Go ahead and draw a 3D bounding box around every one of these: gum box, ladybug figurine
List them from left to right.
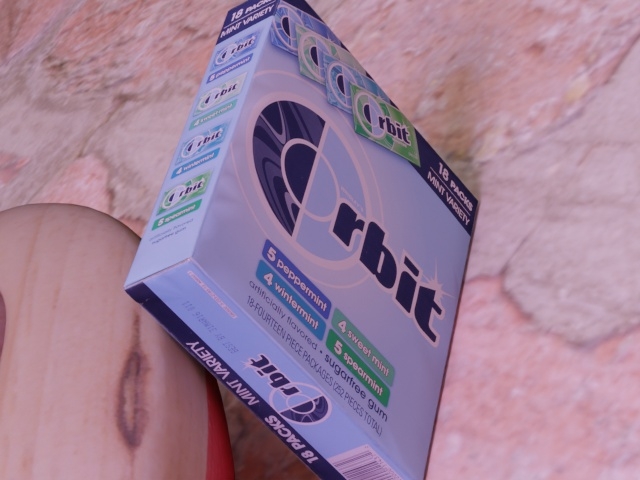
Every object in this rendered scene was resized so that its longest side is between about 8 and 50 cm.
[{"bbox_3d":[-0.153,0.165,0.821,0.305,0.162,0.449,-32,29,22],"label":"ladybug figurine"},{"bbox_3d":[0.000,0.000,0.852,0.041,0.157,0.184,-24,33,32],"label":"gum box"}]
